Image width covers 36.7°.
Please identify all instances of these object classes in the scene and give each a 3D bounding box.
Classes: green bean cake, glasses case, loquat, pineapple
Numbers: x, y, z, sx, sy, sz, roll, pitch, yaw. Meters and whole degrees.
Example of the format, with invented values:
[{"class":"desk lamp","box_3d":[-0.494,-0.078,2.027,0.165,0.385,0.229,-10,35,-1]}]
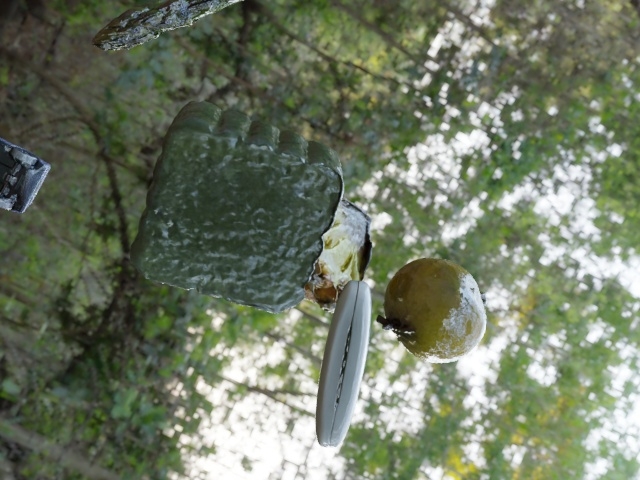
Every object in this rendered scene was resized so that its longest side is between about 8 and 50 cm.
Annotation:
[{"class":"green bean cake","box_3d":[-0.082,-0.031,0.982,0.094,0.185,0.183,-86,-165,-64]},{"class":"glasses case","box_3d":[0.026,0.143,1.120,0.076,0.049,0.197,39,61,-88]},{"class":"loquat","box_3d":[0.190,0.109,1.538,0.172,0.204,0.149,56,-45,25]},{"class":"pineapple","box_3d":[0.000,0.000,1.501,0.186,0.236,0.114,-33,-172,-40]}]

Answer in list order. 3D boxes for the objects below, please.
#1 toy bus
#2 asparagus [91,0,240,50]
[{"class":"toy bus","box_3d":[-0.401,-0.099,1.110,0.073,0.167,0.076,-60,-171,5]},{"class":"asparagus","box_3d":[-0.132,-0.210,0.876,0.030,0.165,0.036,47,-24,39]}]
